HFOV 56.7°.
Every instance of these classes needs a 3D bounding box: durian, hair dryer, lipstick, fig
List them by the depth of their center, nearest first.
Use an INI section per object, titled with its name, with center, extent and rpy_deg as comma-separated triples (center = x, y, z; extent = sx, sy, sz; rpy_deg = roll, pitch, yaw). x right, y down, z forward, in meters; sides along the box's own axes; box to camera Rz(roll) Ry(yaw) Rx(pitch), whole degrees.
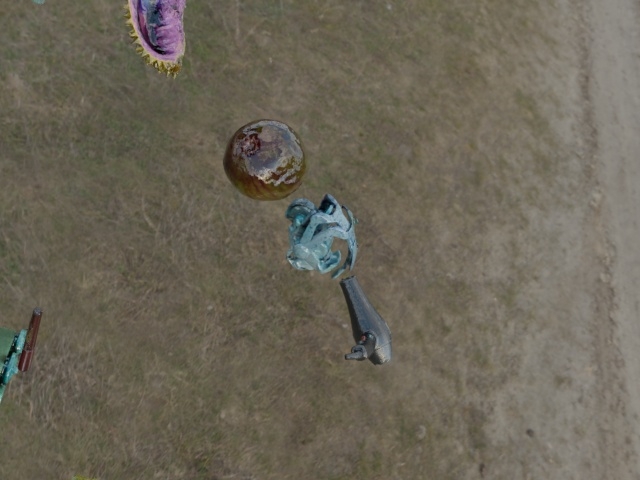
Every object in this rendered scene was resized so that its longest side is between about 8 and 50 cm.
[fig]
center = -0.064, -0.099, 0.807
extent = 0.103, 0.109, 0.155
rpy_deg = 47, 2, 27
[lipstick]
center = -0.614, 0.209, 1.256
extent = 0.027, 0.176, 0.027
rpy_deg = 20, 29, -12
[hair dryer]
center = 0.094, 0.210, 1.380
extent = 0.235, 0.091, 0.272
rpy_deg = 66, 13, -4
[durian]
center = -0.402, -0.538, 1.476
extent = 0.154, 0.186, 0.260
rpy_deg = 2, 82, -7

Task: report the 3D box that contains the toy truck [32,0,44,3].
[toy truck]
center = -0.213, -0.341, 0.570
extent = 0.133, 0.184, 0.338
rpy_deg = 21, 37, -14

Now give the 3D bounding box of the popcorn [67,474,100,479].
[popcorn]
center = -0.469, 0.505, 1.149
extent = 0.121, 0.106, 0.116
rpy_deg = 1, 16, 14

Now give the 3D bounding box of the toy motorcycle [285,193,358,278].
[toy motorcycle]
center = 0.000, 0.000, 1.631
extent = 0.206, 0.260, 0.154
rpy_deg = 14, 43, 13

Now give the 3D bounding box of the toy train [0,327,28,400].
[toy train]
center = -0.784, 0.315, 1.404
extent = 0.120, 0.194, 0.298
rpy_deg = 17, 5, -22
